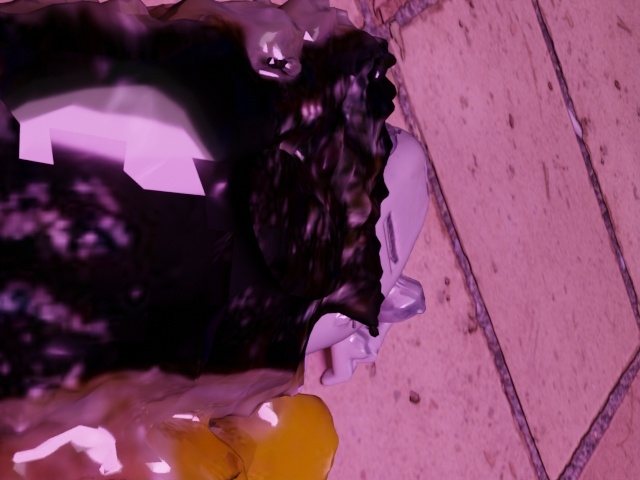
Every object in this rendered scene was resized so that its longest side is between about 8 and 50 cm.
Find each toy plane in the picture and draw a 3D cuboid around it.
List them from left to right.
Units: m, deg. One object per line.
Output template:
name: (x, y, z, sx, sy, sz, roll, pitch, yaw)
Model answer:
toy plane: (0.004, 0.000, 0.873, 0.252, 0.118, 0.252, -27, 120, -59)

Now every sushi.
sushi: (-0.137, 0.032, 0.532, 0.328, 0.327, 0.285, -19, 112, -67)
